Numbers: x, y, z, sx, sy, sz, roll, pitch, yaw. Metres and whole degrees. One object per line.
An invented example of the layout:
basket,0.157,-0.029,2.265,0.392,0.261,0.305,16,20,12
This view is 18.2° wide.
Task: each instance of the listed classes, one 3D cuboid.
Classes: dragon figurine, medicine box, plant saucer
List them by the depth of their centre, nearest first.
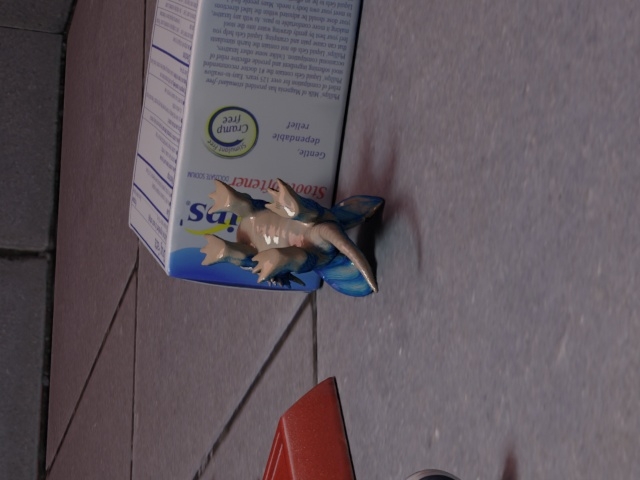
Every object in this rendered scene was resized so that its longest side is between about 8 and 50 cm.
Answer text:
dragon figurine,0.000,0.000,1.648,0.289,0.144,0.085,3,85,54
plant saucer,-0.022,0.291,1.704,0.258,0.048,0.259,-102,23,-52
medicine box,-0.079,-0.119,1.894,0.263,0.149,0.289,-141,58,-74

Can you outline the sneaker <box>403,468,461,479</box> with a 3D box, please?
sneaker,0.082,0.256,1.210,0.163,0.086,0.226,170,107,-74
